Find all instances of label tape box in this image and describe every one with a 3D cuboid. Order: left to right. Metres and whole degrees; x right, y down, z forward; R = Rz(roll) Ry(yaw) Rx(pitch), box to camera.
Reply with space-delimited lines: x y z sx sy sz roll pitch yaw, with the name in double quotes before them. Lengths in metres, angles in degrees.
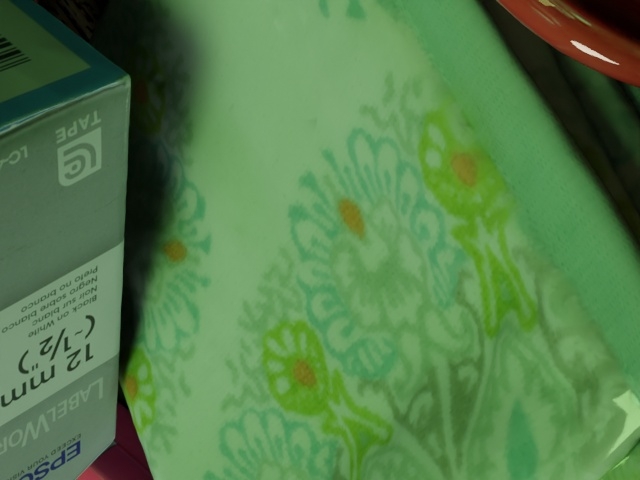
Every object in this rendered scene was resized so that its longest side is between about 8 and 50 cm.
"label tape box" -0.215 0.010 0.722 0.249 0.115 0.348 38 142 26

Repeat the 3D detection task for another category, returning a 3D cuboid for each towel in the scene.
"towel" 0.000 0.000 0.629 0.320 0.090 0.374 -50 55 43

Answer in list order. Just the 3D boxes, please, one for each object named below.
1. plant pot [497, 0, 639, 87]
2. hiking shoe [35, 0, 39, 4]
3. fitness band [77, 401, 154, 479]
"plant pot" 0.126 -0.149 0.439 0.191 0.191 0.174 49 139 8
"hiking shoe" -0.205 -0.138 0.820 0.304 0.113 0.132 -56 44 50
"fitness band" -0.146 0.198 0.980 0.291 0.054 0.209 38 136 20
